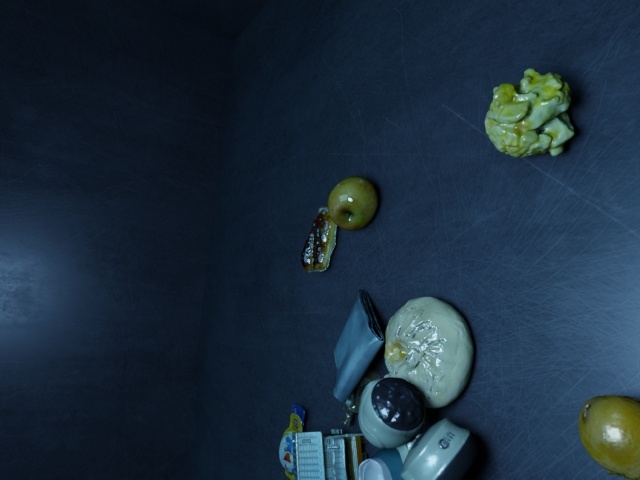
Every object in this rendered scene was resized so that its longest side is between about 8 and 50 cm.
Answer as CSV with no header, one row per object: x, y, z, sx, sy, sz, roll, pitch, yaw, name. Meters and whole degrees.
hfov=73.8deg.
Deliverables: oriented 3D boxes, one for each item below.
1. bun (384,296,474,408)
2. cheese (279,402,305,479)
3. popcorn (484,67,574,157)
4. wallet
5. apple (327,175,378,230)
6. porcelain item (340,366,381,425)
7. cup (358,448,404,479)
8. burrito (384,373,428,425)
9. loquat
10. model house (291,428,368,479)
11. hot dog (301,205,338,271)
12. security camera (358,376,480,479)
0.263,0.287,1.129,0.287,0.146,0.288,-25,58,50,bun
-0.099,0.757,1.606,0.176,0.069,0.271,5,85,57,cheese
0.463,-0.282,0.955,0.167,0.185,0.188,-99,3,-61,popcorn
0.104,0.324,1.352,0.290,0.054,0.252,-102,35,-68,wallet
0.112,-0.131,1.455,0.182,0.182,0.155,-45,17,40,apple
0.111,0.503,1.352,0.069,0.081,0.216,-117,46,-63,porcelain item
0.194,0.619,1.113,0.167,0.173,0.300,-15,69,55,cup
0.242,0.448,1.199,0.045,0.058,0.188,-50,36,-1,burrito
0.522,0.338,0.738,0.141,0.140,0.141,-21,64,52,loquat
0.021,0.704,1.312,0.198,0.215,0.225,-32,55,50,model house
0.000,0.000,1.660,0.162,0.081,0.271,19,96,55,hot dog
0.211,0.453,1.016,0.277,0.196,0.191,39,139,25,security camera
